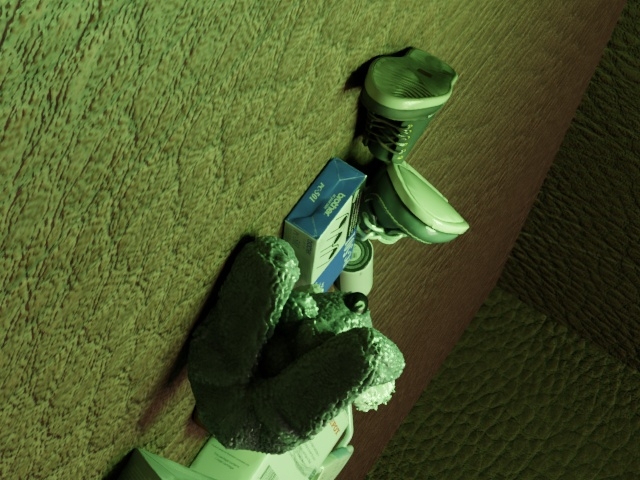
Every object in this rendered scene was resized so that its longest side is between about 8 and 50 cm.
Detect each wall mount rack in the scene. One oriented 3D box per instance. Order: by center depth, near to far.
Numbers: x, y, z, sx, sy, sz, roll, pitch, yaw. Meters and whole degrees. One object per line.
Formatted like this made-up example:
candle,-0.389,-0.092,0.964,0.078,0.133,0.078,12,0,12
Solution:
wall mount rack,-0.027,0.286,2.090,0.304,0.130,0.350,-56,169,7

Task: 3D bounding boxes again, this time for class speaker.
speaker,0.041,0.035,1.865,0.055,0.055,0.136,-56,169,-13

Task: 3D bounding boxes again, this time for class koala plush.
koala plush,-0.016,0.112,1.493,0.203,0.196,0.221,-51,167,19

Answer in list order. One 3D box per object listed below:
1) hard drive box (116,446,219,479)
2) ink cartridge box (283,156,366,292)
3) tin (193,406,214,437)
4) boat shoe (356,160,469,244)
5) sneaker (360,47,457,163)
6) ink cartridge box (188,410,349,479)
hard drive box,-0.164,0.357,1.495,0.232,0.181,0.089,-59,-147,4
ink cartridge box,0.000,0.000,1.615,0.097,0.046,0.207,-53,168,-23
tin,-0.101,0.183,1.697,0.106,0.040,0.190,-61,169,-8
boat shoe,0.093,-0.028,1.680,0.099,0.116,0.319,-48,-173,7
sneaker,0.081,-0.128,1.526,0.118,0.083,0.222,-62,169,20
ink cartridge box,-0.066,0.266,1.843,0.208,0.087,0.153,-54,150,-20
